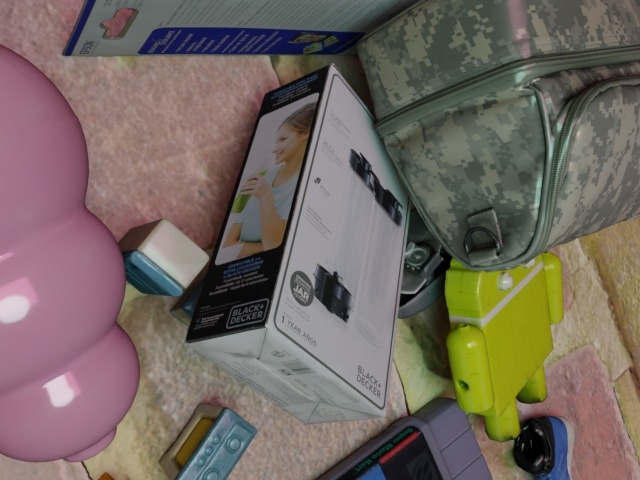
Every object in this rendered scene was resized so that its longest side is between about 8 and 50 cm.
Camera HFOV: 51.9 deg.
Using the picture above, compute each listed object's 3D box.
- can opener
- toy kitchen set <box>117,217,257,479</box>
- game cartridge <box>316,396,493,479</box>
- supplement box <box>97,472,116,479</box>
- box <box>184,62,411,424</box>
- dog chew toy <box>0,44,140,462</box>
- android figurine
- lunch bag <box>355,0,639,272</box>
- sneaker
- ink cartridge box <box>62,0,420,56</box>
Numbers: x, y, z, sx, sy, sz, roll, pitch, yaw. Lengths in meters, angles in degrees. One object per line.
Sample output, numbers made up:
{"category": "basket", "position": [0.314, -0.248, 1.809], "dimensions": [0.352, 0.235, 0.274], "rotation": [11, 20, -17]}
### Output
{"category": "can opener", "position": [0.161, -0.026, 0.800], "dimensions": [0.283, 0.076, 0.095], "rotation": [-46, 139, -24]}
{"category": "toy kitchen set", "position": [-0.128, 0.112, 0.588], "dimensions": [0.207, 0.122, 0.166], "rotation": [43, 68, -19]}
{"category": "game cartridge", "position": [0.057, 0.352, 0.709], "dimensions": [0.355, 0.068, 0.230], "rotation": [-28, 104, -27]}
{"category": "supplement box", "position": [-0.165, 0.258, 0.591], "dimensions": [0.036, 0.062, 0.098], "rotation": [-47, 108, -25]}
{"category": "box", "position": [0.000, 0.000, 0.608], "dimensions": [0.169, 0.087, 0.289], "rotation": [43, 45, -38]}
{"category": "dog chew toy", "position": [-0.246, 0.023, 0.495], "dimensions": [0.207, 0.207, 0.331], "rotation": [-29, 108, -27]}
{"category": "android figurine", "position": [0.219, 0.090, 0.775], "dimensions": [0.248, 0.056, 0.272], "rotation": [-28, 114, -44]}
{"category": "lunch bag", "position": [0.219, -0.118, 0.658], "dimensions": [0.305, 0.213, 0.255], "rotation": [-17, 93, -41]}
{"category": "sneaker", "position": [0.283, 0.300, 0.833], "dimensions": [0.085, 0.058, 0.152], "rotation": [11, 77, -33]}
{"category": "ink cartridge box", "position": [-0.045, -0.229, 0.629], "dimensions": [0.371, 0.176, 0.069], "rotation": [-12, 91, -29]}
